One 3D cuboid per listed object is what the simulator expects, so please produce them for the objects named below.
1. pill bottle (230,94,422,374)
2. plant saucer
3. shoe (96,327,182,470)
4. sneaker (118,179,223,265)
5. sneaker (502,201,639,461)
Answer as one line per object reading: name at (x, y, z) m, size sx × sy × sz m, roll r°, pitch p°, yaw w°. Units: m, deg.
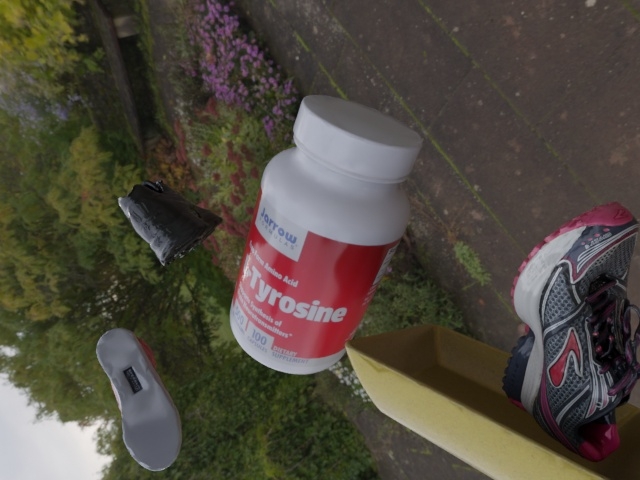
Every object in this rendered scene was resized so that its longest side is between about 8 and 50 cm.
pill bottle at (0.000, 0.000, 0.642) m, size 0.229 × 0.229 × 0.407 m, roll 44°, pitch 129°, yaw 34°
plant saucer at (0.236, 0.221, 0.538) m, size 0.333 × 0.333 × 0.081 m, roll 19°, pitch 95°, yaw 36°
shoe at (-0.224, 0.197, 0.512) m, size 0.178 × 0.063 × 0.081 m, roll 60°, pitch 162°, yaw 12°
sneaker at (-0.247, -0.042, 0.676) m, size 0.130 × 0.109 × 0.286 m, roll 47°, pitch 172°, yaw -8°
sneaker at (0.279, 0.099, 0.415) m, size 0.112 × 0.121 × 0.299 m, roll -130°, pitch 23°, yaw -56°
